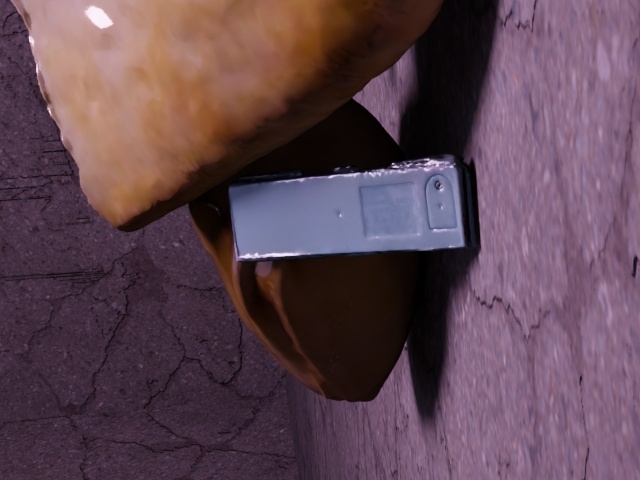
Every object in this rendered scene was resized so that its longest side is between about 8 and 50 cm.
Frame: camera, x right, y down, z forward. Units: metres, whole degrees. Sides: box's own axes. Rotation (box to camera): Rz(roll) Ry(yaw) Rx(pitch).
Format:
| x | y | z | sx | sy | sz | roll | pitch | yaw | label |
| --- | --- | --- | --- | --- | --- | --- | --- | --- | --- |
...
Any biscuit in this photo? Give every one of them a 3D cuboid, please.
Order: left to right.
| x | y | z | sx | sy | sz | roll | pitch | yaw | label |
| --- | --- | --- | --- | --- | --- | --- | --- | --- | --- |
| -0.083 | -0.266 | 0.770 | 0.446 | 0.104 | 0.429 | -28 | 85 | 49 | biscuit |

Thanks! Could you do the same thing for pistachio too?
| x | y | z | sx | sy | sz | roll | pitch | yaw | label |
| --- | --- | --- | --- | --- | --- | --- | --- | --- | --- |
| 0.000 | 0.000 | 0.996 | 0.260 | 0.163 | 0.213 | 70 | -151 | -52 | pistachio |

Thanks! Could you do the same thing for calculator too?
| x | y | z | sx | sy | sz | roll | pitch | yaw | label |
| --- | --- | --- | --- | --- | --- | --- | --- | --- | --- |
| 0.016 | -0.018 | 0.813 | 0.018 | 0.172 | 0.057 | -8 | -87 | -55 | calculator |
